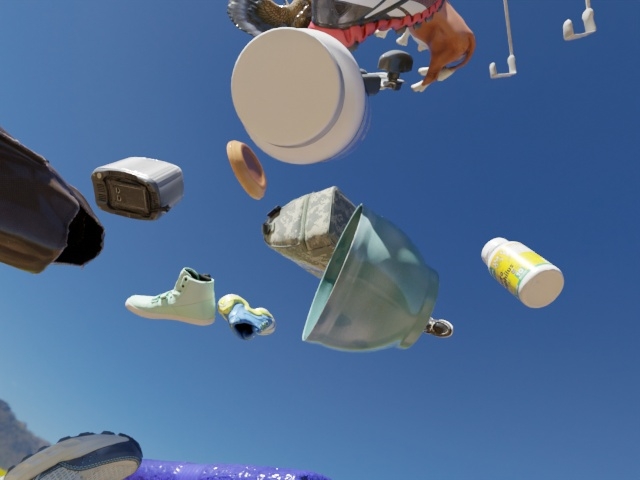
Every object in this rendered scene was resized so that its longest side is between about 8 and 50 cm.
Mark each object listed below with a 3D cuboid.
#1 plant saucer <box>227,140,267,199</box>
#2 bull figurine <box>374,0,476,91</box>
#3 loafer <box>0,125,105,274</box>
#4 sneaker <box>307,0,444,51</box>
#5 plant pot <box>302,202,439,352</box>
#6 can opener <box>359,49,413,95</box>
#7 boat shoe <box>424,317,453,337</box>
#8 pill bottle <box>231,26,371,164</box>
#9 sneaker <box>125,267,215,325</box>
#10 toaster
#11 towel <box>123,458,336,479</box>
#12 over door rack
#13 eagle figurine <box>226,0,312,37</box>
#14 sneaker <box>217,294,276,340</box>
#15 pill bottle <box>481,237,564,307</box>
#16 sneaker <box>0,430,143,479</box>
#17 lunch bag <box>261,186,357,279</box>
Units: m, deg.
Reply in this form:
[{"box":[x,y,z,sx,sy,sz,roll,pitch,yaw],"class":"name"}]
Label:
[{"box":[-0.224,-0.226,1.362,0.037,0.200,0.200,-24,-60,13],"class":"plant saucer"},{"box":[0.229,-0.497,0.976,0.311,0.101,0.188,66,-31,19],"class":"bull figurine"},{"box":[-0.304,-0.041,0.423,0.130,0.134,0.366,31,-7,-3],"class":"loafer"},{"box":[0.100,-0.409,0.705,0.098,0.275,0.135,50,-22,39],"class":"sneaker"},{"box":[0.109,0.101,0.860,0.196,0.293,0.293,24,-41,-2],"class":"plant pot"},{"box":[0.094,-0.354,0.920,0.074,0.280,0.093,31,-50,31],"class":"can opener"},{"box":[0.288,0.223,1.135,0.038,0.046,0.125,16,-2,-36],"class":"boat shoe"},{"box":[-0.015,-0.174,0.552,0.152,0.272,0.153,2,-79,10],"class":"pill bottle"},{"box":[-0.416,0.143,1.217,0.255,0.094,0.151,7,-81,2],"class":"sneaker"},{"box":[-0.455,-0.138,1.117,0.226,0.146,0.129,10,-60,12],"class":"toaster"},{"box":[-0.106,0.376,0.616,0.307,0.076,0.228,-12,-40,27],"class":"towel"},{"box":[0.464,-0.520,0.878,0.108,0.325,0.239,3,1,-13],"class":"over door rack"},{"box":[-0.075,-0.595,1.158,0.298,0.225,0.226,14,-26,45],"class":"eagle figurine"},{"box":[-0.201,0.252,1.248,0.091,0.126,0.240,-41,-43,9],"class":"sneaker"},{"box":[0.517,0.074,1.133,0.117,0.208,0.118,-5,-64,-11],"class":"pill bottle"},{"box":[-0.307,0.310,0.427,0.122,0.282,0.110,40,-40,33],"class":"sneaker"},{"box":[0.000,0.000,1.339,0.255,0.213,0.305,-17,-35,30],"class":"lunch bag"}]
